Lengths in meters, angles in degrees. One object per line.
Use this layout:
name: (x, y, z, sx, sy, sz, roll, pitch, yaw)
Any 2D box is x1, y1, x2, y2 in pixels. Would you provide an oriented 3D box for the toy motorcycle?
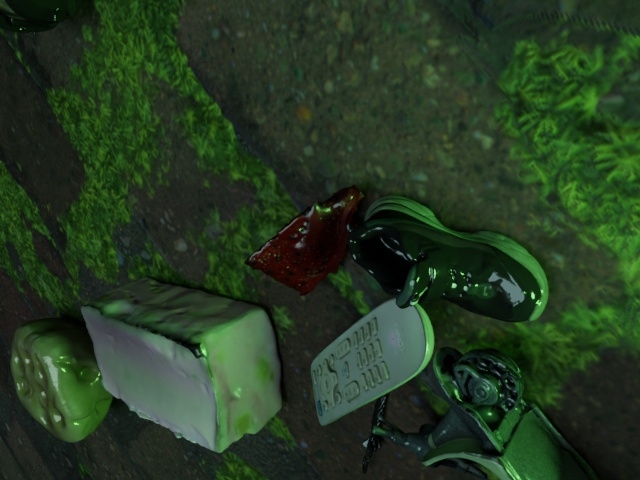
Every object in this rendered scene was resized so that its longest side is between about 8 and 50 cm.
toy motorcycle: (0.165, 0.209, 0.436, 0.263, 0.091, 0.157, 53, 135, 9)

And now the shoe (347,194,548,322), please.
shoe: (0.086, 0.025, 0.411, 0.169, 0.099, 0.071, 29, 123, 26)

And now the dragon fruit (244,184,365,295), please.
dragon fruit: (0.001, 0.003, 0.497, 0.131, 0.097, 0.063, -38, 87, 23)

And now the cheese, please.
cheese: (-0.457, 0.236, 0.932, 0.218, 0.117, 0.235, -40, 81, 41)

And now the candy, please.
candy: (-0.186, 0.149, 0.674, 0.265, 0.115, 0.156, 7, 114, 37)

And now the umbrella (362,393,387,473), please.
umbrella: (0.060, 0.199, 0.561, 0.022, 0.022, 0.149, 6, 118, -4)

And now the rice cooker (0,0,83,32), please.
rice cooker: (-0.340, -0.326, 0.596, 0.106, 0.112, 0.165, 11, 116, 29)

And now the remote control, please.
remote control: (0.045, 0.122, 0.508, 0.229, 0.044, 0.073, 126, 136, -52)
